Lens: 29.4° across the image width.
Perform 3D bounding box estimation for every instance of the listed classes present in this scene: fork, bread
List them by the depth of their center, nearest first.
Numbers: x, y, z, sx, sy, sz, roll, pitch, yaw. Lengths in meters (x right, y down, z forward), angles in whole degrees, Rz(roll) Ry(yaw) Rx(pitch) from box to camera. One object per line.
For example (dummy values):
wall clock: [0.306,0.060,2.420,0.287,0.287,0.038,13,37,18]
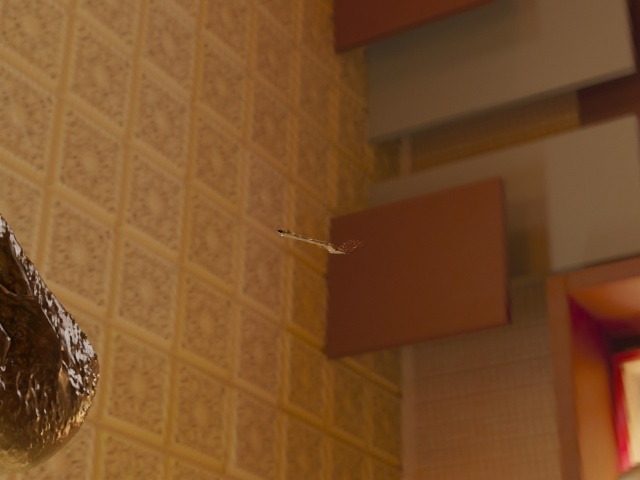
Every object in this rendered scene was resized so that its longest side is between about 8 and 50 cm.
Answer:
bread: [-0.152,0.037,0.537,0.112,0.036,0.193,-85,-25,-51]
fork: [0.000,0.001,0.831,0.115,0.016,0.012,9,-103,-63]
